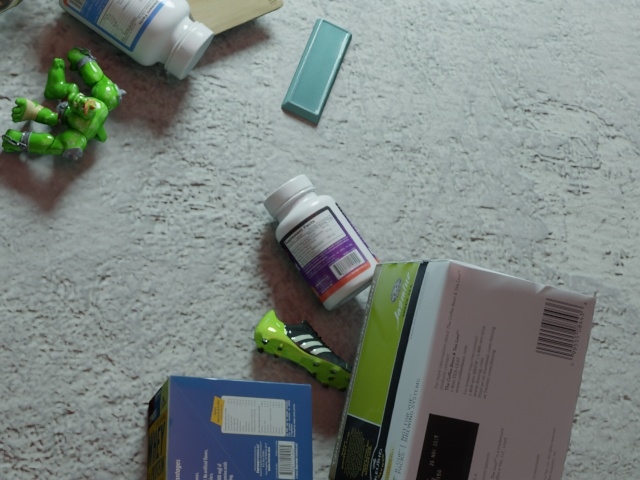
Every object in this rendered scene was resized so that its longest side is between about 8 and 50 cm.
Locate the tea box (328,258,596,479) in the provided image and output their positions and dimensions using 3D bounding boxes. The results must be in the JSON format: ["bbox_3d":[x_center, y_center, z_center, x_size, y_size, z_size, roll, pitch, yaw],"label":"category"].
[{"bbox_3d":[0.181,0.208,1.705,0.220,0.323,0.328,14,86,-15],"label":"tea box"}]

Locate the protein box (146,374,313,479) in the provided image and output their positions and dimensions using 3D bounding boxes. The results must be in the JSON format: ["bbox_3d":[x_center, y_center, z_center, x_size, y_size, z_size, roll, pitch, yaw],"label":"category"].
[{"bbox_3d":[-0.126,0.301,1.711,0.201,0.136,0.199,6,67,-17],"label":"protein box"}]

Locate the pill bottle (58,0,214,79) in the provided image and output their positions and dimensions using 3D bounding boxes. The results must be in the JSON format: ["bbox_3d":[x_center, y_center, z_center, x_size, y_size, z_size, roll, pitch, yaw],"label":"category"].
[{"bbox_3d":[-0.280,-0.348,1.936,0.221,0.124,0.124,36,61,-3],"label":"pill bottle"}]

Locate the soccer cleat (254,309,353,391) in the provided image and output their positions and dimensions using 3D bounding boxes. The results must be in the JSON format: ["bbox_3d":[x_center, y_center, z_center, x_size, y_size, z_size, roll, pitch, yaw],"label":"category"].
[{"bbox_3d":[-0.012,0.162,1.856,0.179,0.060,0.072,29,49,-6],"label":"soccer cleat"}]

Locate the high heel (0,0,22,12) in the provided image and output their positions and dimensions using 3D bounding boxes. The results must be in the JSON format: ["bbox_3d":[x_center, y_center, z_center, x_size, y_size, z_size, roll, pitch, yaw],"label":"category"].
[{"bbox_3d":[-0.523,-0.392,1.832,0.186,0.093,0.261,31,99,-9],"label":"high heel"}]

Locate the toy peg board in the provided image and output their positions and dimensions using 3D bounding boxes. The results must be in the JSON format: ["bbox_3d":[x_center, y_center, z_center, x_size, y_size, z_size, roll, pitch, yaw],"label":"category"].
[{"bbox_3d":[-0.172,-0.418,2.042,0.161,0.079,0.160,-28,95,-26],"label":"toy peg board"}]

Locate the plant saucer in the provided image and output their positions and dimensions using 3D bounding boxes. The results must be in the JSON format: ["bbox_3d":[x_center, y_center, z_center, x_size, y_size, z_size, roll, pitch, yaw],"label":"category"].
[{"bbox_3d":[-0.003,-0.284,2.067,0.067,0.018,0.192,25,63,-8],"label":"plant saucer"}]

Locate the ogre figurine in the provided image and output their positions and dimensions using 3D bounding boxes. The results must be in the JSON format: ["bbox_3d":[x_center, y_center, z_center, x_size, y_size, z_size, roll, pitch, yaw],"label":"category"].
[{"bbox_3d":[-0.372,-0.195,1.862,0.118,0.096,0.197,25,45,12],"label":"ogre figurine"}]

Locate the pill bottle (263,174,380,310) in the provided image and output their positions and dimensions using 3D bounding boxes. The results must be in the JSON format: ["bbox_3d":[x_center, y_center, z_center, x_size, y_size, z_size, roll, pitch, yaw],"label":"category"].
[{"bbox_3d":[0.000,0.000,1.897,0.108,0.108,0.193,-31,81,-27],"label":"pill bottle"}]
